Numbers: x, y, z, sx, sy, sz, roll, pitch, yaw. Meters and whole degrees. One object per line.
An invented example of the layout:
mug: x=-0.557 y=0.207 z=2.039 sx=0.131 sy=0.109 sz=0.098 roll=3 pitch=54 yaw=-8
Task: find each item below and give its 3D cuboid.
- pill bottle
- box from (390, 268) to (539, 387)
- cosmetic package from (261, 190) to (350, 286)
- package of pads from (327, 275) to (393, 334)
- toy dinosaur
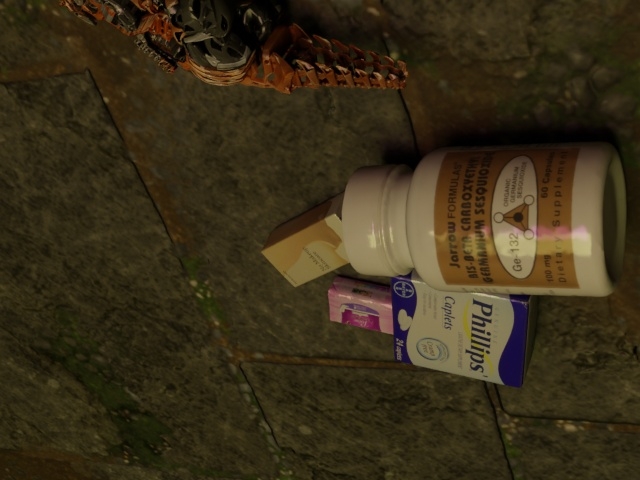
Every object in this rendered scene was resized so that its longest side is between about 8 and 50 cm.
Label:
pill bottle: x=0.142 y=-0.018 z=0.869 sx=0.229 sy=0.131 sz=0.131 roll=0 pitch=129 yaw=26
box: x=0.146 y=0.069 z=0.990 sx=0.137 sy=0.072 sz=0.126 roll=10 pitch=134 yaw=18
cosmetic package: x=0.000 y=0.000 z=1.022 sx=0.115 sy=0.041 sz=0.060 roll=-28 pitch=114 yaw=41
package of pads: x=0.051 y=0.071 z=1.068 sx=0.083 sy=0.032 sz=0.050 roll=11 pitch=132 yaw=18
toy dinosaur: x=-0.083 y=-0.209 z=0.833 sx=0.322 sy=0.164 sz=0.218 roll=6 pitch=149 yaw=-2
